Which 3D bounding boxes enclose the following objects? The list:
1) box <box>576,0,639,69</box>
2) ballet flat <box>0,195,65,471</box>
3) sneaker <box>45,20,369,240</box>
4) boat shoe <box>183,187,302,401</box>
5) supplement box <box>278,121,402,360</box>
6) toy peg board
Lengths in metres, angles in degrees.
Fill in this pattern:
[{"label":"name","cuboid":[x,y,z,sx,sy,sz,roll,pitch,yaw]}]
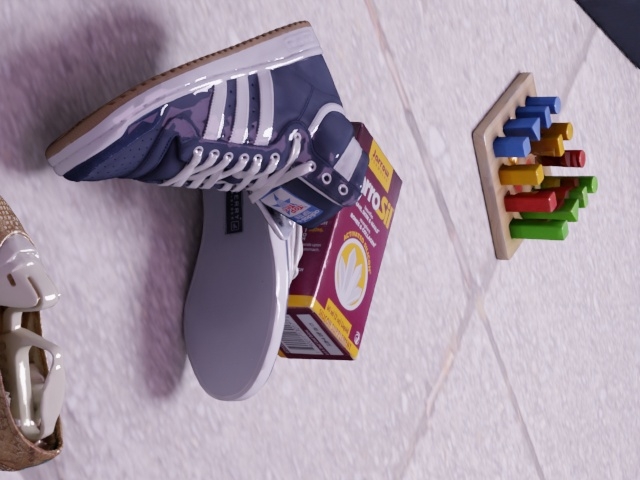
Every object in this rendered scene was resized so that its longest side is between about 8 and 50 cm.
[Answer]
[{"label":"box","cuboid":[0.478,-0.369,2.398,0.395,0.293,0.212,32,64,-59]},{"label":"ballet flat","cuboid":[-0.207,0.059,1.353,0.073,0.067,0.206,-28,116,-59]},{"label":"sneaker","cuboid":[-0.071,-0.060,1.488,0.282,0.099,0.153,-28,92,-45]},{"label":"boat shoe","cuboid":[-0.050,0.007,1.622,0.084,0.095,0.258,17,77,-57]},{"label":"supplement box","cuboid":[0.000,0.000,1.730,0.104,0.081,0.188,51,47,-50]},{"label":"toy peg board","cuboid":[0.248,-0.085,2.202,0.161,0.079,0.160,-50,134,-50]}]
